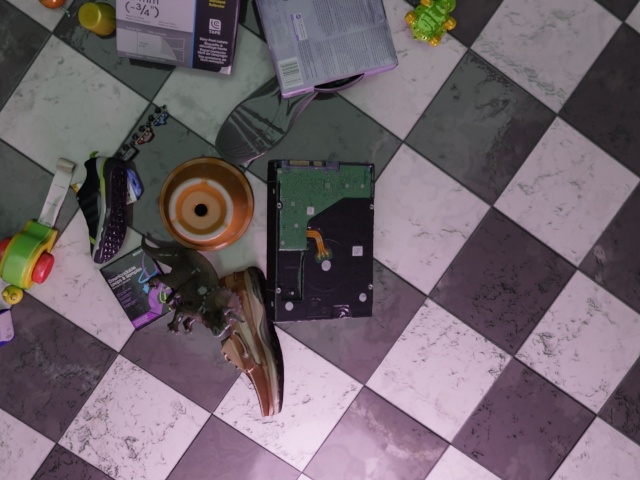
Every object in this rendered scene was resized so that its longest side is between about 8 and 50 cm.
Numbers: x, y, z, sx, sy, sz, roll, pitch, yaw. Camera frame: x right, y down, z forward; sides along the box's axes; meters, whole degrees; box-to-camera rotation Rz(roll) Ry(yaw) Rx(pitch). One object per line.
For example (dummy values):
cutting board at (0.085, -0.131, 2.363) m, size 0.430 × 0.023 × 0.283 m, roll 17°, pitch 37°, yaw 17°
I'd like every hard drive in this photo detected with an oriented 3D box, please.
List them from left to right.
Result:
hard drive at (0.000, 0.000, 1.661) m, size 0.236 × 0.064 × 0.339 m, roll -1°, pitch 94°, yaw -26°

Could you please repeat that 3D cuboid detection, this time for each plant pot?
plant pot at (-0.242, -0.072, 1.619) m, size 0.205 × 0.188 × 0.205 m, roll 0°, pitch 96°, yaw -4°

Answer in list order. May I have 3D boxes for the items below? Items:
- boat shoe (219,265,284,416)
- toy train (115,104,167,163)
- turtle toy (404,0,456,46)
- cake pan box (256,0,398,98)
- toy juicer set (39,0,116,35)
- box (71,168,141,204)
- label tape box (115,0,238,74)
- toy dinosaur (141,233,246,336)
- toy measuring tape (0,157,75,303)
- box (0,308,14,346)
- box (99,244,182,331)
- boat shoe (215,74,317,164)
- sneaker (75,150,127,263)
boat shoe at (-0.155, 0.223, 1.701) m, size 0.119 × 0.122 × 0.324 m, roll -11°, pitch 88°, yaw 4°
toy train at (-0.380, -0.228, 1.674) m, size 0.036 × 0.027 × 0.158 m, roll 41°, pitch 93°, yaw -10°
turtle toy at (0.242, -0.480, 1.668) m, size 0.095 × 0.066 × 0.130 m, roll 43°, pitch 91°, yaw -7°
cake pan box at (0.008, -0.435, 1.561) m, size 0.245 × 0.070 × 0.267 m, roll -16°, pitch 93°, yaw 1°
toy juicer set at (-0.478, -0.610, 1.603) m, size 0.209 × 0.089 × 0.329 m, roll 24°, pitch 103°, yaw 7°
box at (-0.458, -0.106, 1.683) m, size 0.136 × 0.028 × 0.081 m, roll -20°, pitch 97°, yaw -4°
label tape box at (-0.275, -0.513, 1.528) m, size 0.240 × 0.106 × 0.334 m, roll 8°, pitch 131°, yaw -5°
toy dinosaur at (-0.269, 0.098, 1.646) m, size 0.160 × 0.121 × 0.314 m, roll -39°, pitch 63°, yaw 11°
toy measuring tape at (-0.603, -0.015, 1.640) m, size 0.121 × 0.121 × 0.330 m, roll 23°, pitch 94°, yaw -6°
box at (-0.740, 0.195, 1.647) m, size 0.137 × 0.126 × 0.072 m, roll -6°, pitch 95°, yaw -4°
box at (-0.395, 0.103, 1.708) m, size 0.116 × 0.029 × 0.162 m, roll -31°, pitch 96°, yaw -1°
boat shoe at (-0.093, -0.288, 1.657) m, size 0.118 × 0.103 × 0.320 m, roll 42°, pitch 95°, yaw -5°
sneaker at (-0.469, -0.070, 1.647) m, size 0.097 × 0.084 × 0.235 m, roll 10°, pitch 96°, yaw 18°
